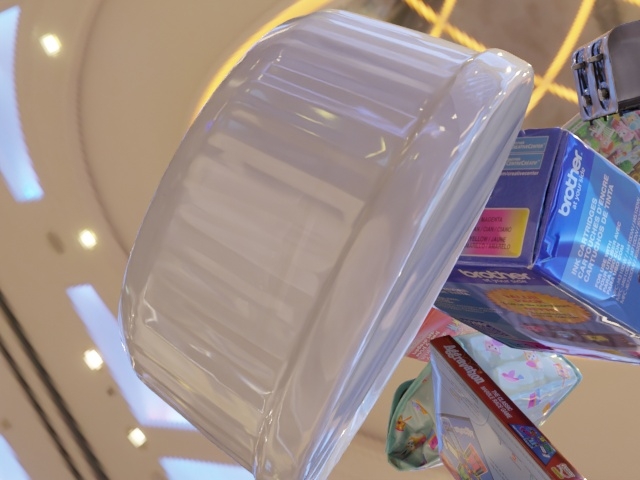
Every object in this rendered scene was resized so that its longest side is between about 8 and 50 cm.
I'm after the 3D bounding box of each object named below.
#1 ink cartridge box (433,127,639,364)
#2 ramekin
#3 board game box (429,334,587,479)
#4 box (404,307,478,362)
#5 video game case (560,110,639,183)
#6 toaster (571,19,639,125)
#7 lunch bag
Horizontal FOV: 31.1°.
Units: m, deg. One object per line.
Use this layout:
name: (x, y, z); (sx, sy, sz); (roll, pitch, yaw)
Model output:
ink cartridge box: (0.208, 0.002, 1.219); (0.395, 0.151, 0.270); (29, -18, -39)
ramekin: (0.000, 0.000, 0.634); (0.127, 0.273, 0.273); (28, -42, 11)
board game box: (0.169, 0.210, 1.054); (0.281, 0.027, 0.145); (-130, -149, -63)
box: (0.228, 0.046, 1.872); (0.300, 0.142, 0.154); (-53, -136, 19)
video game case: (0.419, -0.096, 1.687); (0.193, 0.212, 0.023); (50, 1, -6)
toaster: (0.426, -0.224, 1.470); (0.168, 0.185, 0.110); (-141, -144, -87)
lunch bag: (0.240, 0.258, 1.799); (0.160, 0.223, 0.262); (57, -47, 27)
